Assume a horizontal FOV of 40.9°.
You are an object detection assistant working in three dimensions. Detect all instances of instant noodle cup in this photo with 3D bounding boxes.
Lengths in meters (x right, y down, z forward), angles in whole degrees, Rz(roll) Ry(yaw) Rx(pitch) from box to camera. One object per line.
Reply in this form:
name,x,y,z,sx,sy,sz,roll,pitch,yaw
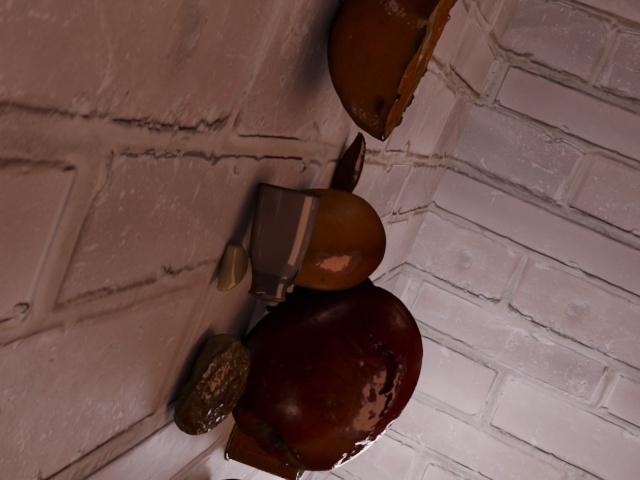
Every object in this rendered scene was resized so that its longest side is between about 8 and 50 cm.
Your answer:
instant noodle cup,-0.099,0.476,2.109,0.230,0.182,0.230,-59,165,-26

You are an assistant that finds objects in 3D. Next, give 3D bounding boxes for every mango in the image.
mango,0.000,0.000,1.645,0.350,0.199,0.201,-10,96,-60

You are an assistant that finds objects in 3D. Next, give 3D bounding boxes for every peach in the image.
peach,0.029,0.267,1.746,0.416,0.353,0.339,-43,119,-33

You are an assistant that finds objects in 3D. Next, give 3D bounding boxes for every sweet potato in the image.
sweet potato,0.052,-0.120,1.889,0.057,0.057,0.265,-46,158,-56

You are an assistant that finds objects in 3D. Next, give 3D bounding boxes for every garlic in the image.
garlic,-0.145,0.042,1.416,0.053,0.041,0.083,-5,109,-63

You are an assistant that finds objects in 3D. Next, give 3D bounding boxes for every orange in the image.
orange,0.134,-0.312,1.419,0.274,0.274,0.310,94,-11,-58

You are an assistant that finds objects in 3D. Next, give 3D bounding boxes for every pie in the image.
pie,-0.196,0.253,1.523,0.194,0.079,0.163,-67,160,6

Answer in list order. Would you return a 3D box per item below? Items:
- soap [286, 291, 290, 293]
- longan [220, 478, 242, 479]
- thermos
soap,-0.071,0.187,1.963,0.100,0.056,0.149,-60,167,-15
longan,-0.221,0.654,2.018,0.187,0.167,0.167,-34,154,-25
thermos,-0.061,0.009,1.440,0.137,0.105,0.193,4,99,-64
